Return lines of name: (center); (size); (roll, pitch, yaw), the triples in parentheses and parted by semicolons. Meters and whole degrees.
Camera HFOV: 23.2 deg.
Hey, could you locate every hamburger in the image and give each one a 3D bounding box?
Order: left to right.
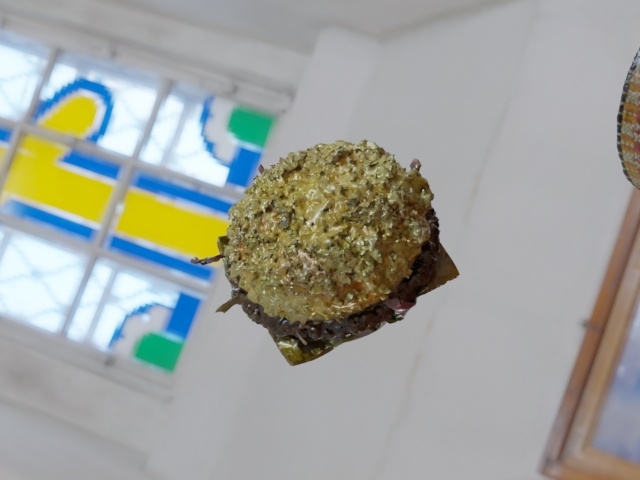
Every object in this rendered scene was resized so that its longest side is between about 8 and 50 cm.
hamburger: (0.000, 0.000, 1.601); (0.262, 0.243, 0.138); (-35, -42, -6)

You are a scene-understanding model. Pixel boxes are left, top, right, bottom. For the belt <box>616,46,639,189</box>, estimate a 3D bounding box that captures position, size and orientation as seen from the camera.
belt: (0.440, -0.163, 1.724); (0.207, 0.150, 0.257); (24, -91, -46)
